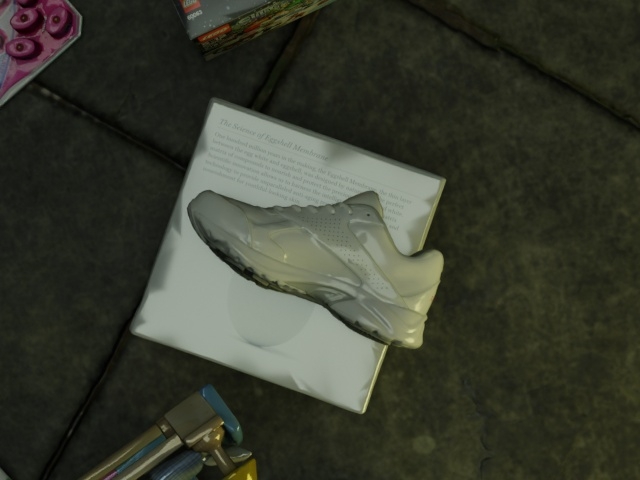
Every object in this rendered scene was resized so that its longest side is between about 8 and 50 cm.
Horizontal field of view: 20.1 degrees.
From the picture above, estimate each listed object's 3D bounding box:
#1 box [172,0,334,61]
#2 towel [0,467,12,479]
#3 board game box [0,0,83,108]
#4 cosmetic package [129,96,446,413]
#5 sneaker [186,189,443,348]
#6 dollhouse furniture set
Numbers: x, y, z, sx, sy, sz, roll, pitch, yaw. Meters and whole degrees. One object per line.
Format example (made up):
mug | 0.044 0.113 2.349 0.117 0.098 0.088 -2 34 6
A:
box | -0.016 -0.240 1.652 0.233 0.159 0.044 -25 89 1
towel | -0.351 0.341 1.712 0.248 0.038 0.325 -45 87 0
board game box | -0.493 -0.222 1.718 0.390 0.050 0.390 -41 88 0
cosmetic package | -0.027 0.013 1.658 0.224 0.138 0.225 20 91 1
sneaker | 0.000 0.000 1.555 0.232 0.090 0.115 26 83 -7
dollhouse furniture set | -0.163 0.291 1.551 0.286 0.303 0.198 -35 87 -13
